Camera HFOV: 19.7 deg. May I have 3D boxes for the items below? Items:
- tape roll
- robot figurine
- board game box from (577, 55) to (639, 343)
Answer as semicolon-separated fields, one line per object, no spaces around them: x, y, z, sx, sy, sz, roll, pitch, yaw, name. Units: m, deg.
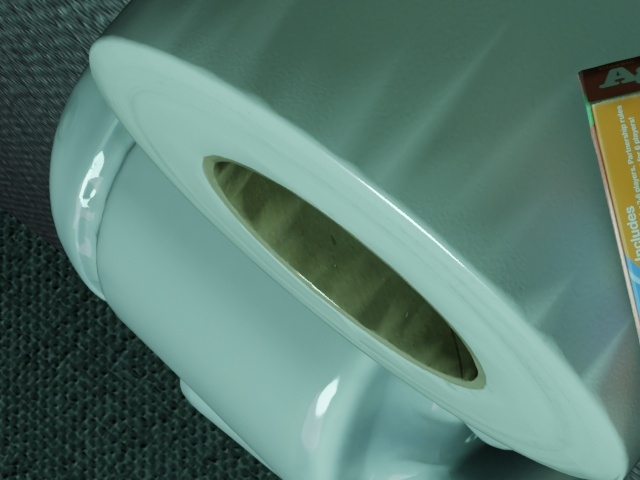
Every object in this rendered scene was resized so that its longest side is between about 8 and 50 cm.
0.060;-0.051;0.673;0.246;0.169;0.246;38;169;9;tape roll
0.000;0.000;0.929;0.353;0.200;0.300;42;129;29;robot figurine
0.180;0.057;0.574;0.027;0.145;0.281;-90;-16;-60;board game box
